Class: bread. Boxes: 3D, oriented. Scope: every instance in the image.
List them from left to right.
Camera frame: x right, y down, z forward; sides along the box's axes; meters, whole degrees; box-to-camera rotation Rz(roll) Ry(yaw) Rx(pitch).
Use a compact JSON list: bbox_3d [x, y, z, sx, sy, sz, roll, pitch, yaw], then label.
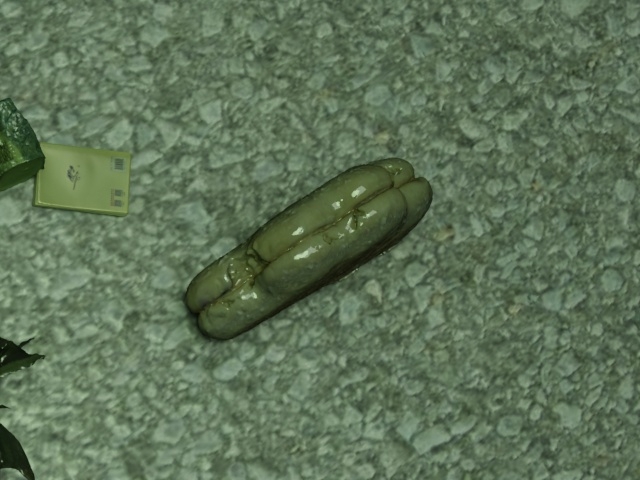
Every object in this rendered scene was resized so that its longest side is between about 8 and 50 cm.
[{"bbox_3d":[-0.004,-0.004,1.801,0.337,0.183,0.102,-32,82,-24],"label":"bread"}]

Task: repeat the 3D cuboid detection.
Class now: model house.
[{"bbox_3d":[-0.359,-0.109,1.754,0.066,0.079,0.083,-22,80,-30],"label":"model house"}]

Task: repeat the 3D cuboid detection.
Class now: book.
[{"bbox_3d":[-0.279,-0.071,1.805,0.111,0.014,0.077,7,74,-19],"label":"book"}]

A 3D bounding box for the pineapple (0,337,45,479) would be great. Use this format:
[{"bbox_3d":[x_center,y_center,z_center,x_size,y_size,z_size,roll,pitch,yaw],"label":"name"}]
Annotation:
[{"bbox_3d":[-0.375,0.237,1.622,0.166,0.165,0.364,6,75,-18],"label":"pineapple"}]
